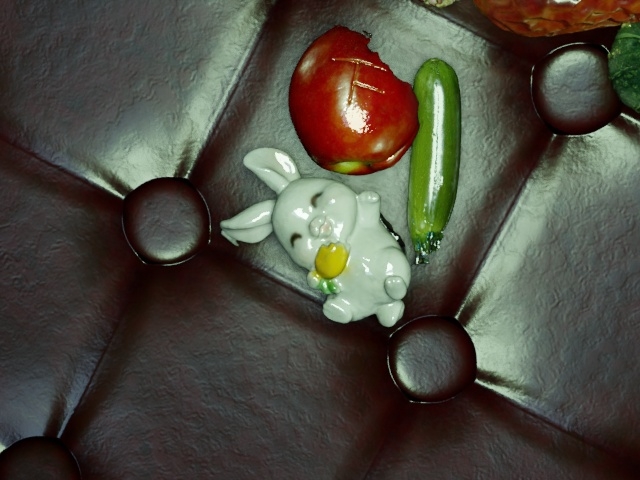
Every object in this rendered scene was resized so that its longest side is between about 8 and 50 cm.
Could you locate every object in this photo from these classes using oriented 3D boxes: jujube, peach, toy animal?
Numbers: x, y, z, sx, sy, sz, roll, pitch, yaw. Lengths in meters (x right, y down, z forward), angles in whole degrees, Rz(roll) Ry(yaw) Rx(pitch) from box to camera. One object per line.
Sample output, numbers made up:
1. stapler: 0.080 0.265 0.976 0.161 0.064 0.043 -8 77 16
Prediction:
1. jujube: 0.387 -0.403 1.465 0.342 0.216 0.216 4 96 21
2. peach: 0.054 -0.219 1.539 0.196 0.190 0.226 -9 75 38
3. toy animal: 0.006 -0.003 1.582 0.325 0.154 0.209 28 111 15

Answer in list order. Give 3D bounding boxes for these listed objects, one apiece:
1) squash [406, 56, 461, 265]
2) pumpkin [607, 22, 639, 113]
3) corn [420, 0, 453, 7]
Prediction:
1. squash: 0.181 -0.123 1.590 0.087 0.087 0.332 3 93 3
2. pumpkin: 0.535 -0.277 1.526 0.190 0.146 0.190 0 73 1
3. corn: 0.105 -0.455 1.560 0.280 0.092 0.092 29 96 2
